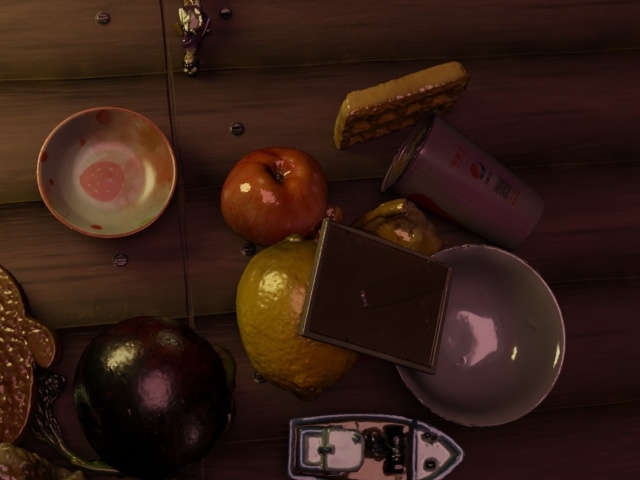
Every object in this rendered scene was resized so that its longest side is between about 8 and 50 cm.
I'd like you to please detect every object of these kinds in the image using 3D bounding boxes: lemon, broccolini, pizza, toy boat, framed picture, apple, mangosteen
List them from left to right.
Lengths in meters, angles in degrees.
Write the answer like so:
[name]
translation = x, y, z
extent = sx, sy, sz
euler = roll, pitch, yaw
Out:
[broccolini]
translation = -0.453, 0.337, 1.834
extent = 0.271, 0.062, 0.123
euler = 34, 90, 3
[mangosteen]
translation = -0.280, 0.268, 1.752
extent = 0.300, 0.300, 0.300
euler = 2, 79, -8
[apple]
translation = -0.084, -0.084, 1.906
extent = 0.209, 0.164, 0.209
euler = 7, 47, -8
[lemon]
translation = -0.033, 0.145, 1.838
extent = 0.245, 0.245, 0.320
euler = -8, 98, -10
[toy boat]
translation = 0.104, 0.397, 1.868
extent = 0.332, 0.133, 0.145
euler = 4, 77, -8
[framed picture]
translation = 0.107, 0.102, 1.768
extent = 0.289, 0.020, 0.211
euler = 19, 76, -28
[pizza]
translation = 0.159, -0.003, 1.928
extent = 0.188, 0.204, 0.080
euler = 22, 66, -10

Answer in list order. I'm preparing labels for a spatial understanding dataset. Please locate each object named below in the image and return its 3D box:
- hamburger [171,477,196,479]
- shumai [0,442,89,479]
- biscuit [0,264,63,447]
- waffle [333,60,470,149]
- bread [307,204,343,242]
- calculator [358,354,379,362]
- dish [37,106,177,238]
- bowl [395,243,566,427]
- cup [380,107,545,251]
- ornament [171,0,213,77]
[hamburger]
translation = -0.213, 0.565, 1.719
extent = 0.212, 0.274, 0.274
euler = 26, 76, -4
[shumai]
translation = -0.479, 0.449, 1.701
extent = 0.267, 0.262, 0.314
euler = 9, 114, 26
[biscuit]
translation = -0.640, 0.215, 1.806
extent = 0.350, 0.070, 0.394
euler = -5, 75, 0
[waffle]
translation = 0.157, -0.273, 1.993
extent = 0.274, 0.168, 0.057
euler = -19, 76, -10
[bread]
translation = 0.000, 0.000, 1.976
extent = 0.052, 0.044, 0.157
euler = 24, 77, -10
[calculator]
translation = 0.078, 0.145, 1.966
extent = 0.126, 0.034, 0.190
euler = -6, 79, -8
[dish]
translation = -0.408, -0.122, 1.920
extent = 0.260, 0.085, 0.260
euler = 2, 77, -9
[bowl]
translation = 0.285, 0.188, 1.924
extent = 0.345, 0.157, 0.345
euler = 1, 79, -8
[cup]
translation = 0.289, -0.106, 1.981
extent = 0.288, 0.203, 0.203
euler = 31, 76, -7
[ornament]
translation = -0.259, -0.432, 2.004
extent = 0.088, 0.081, 0.203
euler = -3, 80, -9
